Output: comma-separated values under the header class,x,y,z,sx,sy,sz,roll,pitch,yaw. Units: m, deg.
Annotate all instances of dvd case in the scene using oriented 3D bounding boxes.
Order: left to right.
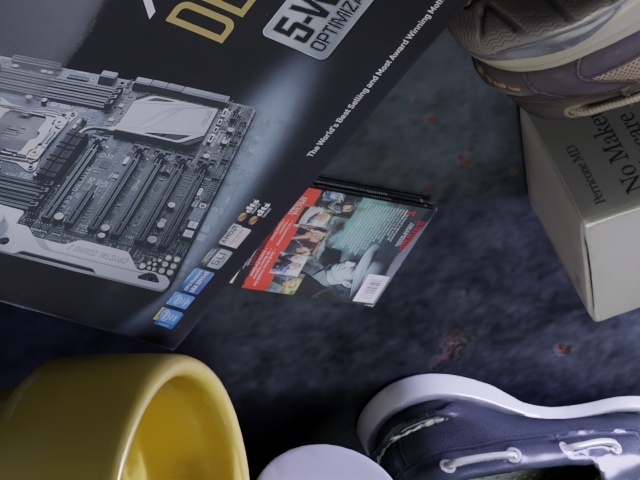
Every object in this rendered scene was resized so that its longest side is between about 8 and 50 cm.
class,x,y,z,sx,sy,sz,roll,pitch,yaw
dvd case,0.000,0.000,1.135,0.119,0.013,0.087,9,129,-29

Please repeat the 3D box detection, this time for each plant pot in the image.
class,x,y,z,sx,sy,sz,roll,pitch,yaw
plant pot,-0.187,0.190,1.076,0.239,0.254,0.254,0,140,15

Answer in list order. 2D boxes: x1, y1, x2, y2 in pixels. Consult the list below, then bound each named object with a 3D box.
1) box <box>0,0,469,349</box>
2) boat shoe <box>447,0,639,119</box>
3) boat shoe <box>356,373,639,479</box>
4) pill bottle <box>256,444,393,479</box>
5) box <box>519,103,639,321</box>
class,x,y,z,sx,sy,sz,roll,pitch,yaw
box,-0.097,-0.095,0.950,0.242,0.076,0.307,19,125,-36
boat shoe,0.239,-0.168,0.997,0.355,0.132,0.130,-19,148,9
boat shoe,0.165,0.168,1.317,0.303,0.091,0.114,6,131,-27
pill bottle,-0.016,0.240,1.268,0.131,0.131,0.229,-5,143,-18
box,0.265,-0.059,1.113,0.275,0.113,0.094,-19,139,-5
